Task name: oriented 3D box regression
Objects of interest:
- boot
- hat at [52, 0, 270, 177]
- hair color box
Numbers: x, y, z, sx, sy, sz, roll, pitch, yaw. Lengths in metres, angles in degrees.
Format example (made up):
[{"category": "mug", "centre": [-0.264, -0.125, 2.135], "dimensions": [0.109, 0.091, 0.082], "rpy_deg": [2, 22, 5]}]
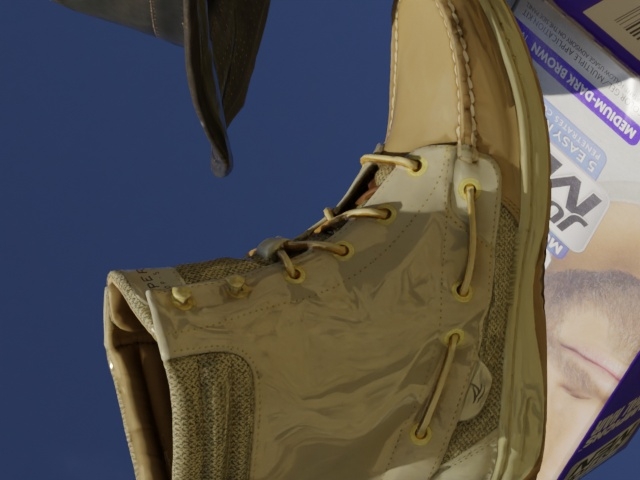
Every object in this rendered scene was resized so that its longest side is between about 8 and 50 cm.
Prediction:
[{"category": "boot", "centre": [0.000, 0.000, 0.889], "dimensions": [0.203, 0.095, 0.262], "rpy_deg": [-3, -87, -22]}, {"category": "hat", "centre": [-0.097, -0.198, 1.008], "dimensions": [0.134, 0.331, 0.331], "rpy_deg": [4, -121, 2]}, {"category": "hair color box", "centre": [0.161, -0.003, 1.195], "dimensions": [0.110, 0.339, 0.185], "rpy_deg": [-30, -116, -36]}]
